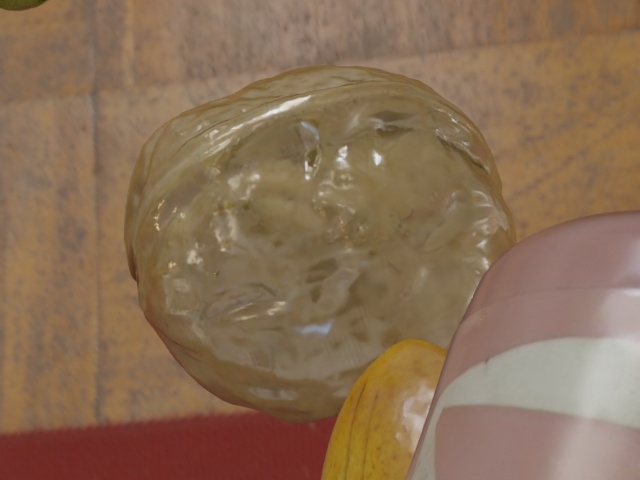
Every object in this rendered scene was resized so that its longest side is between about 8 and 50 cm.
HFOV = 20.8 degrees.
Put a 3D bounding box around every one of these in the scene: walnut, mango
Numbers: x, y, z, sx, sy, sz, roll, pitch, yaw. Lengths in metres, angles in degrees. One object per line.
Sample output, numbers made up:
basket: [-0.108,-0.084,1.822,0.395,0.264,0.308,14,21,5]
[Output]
walnut: [0.000,0.000,1.655,0.381,0.381,0.381,-3,65,7]
mango: [0.063,0.170,0.862,0.126,0.154,0.252,0,68,-20]

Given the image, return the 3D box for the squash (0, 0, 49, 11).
squash: [-0.166,-0.178,1.024,0.066,0.201,0.066,1,86,-21]

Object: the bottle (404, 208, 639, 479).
bottle: [0.070,0.147,0.397,0.173,0.206,0.297,19,67,13]
